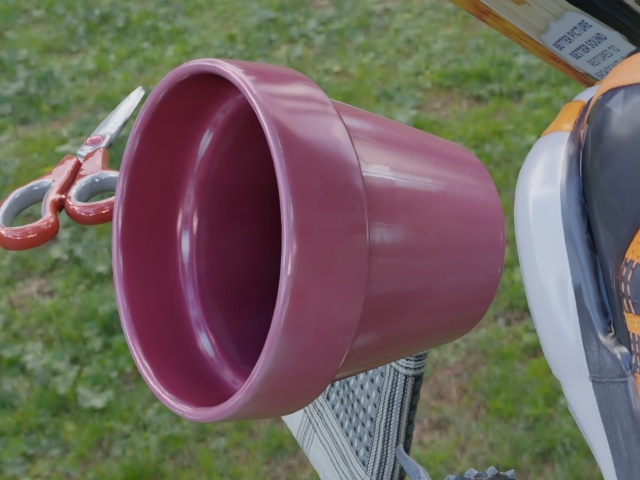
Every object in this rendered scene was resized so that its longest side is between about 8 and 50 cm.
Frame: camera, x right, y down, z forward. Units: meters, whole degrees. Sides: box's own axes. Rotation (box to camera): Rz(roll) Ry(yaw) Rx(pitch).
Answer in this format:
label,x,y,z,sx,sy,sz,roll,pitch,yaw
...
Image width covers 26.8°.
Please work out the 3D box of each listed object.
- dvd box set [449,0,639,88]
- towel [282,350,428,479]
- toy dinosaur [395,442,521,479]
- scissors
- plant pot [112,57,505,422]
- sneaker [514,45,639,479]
label,x,y,z,sx,sy,sz,roll,pitch,yaw
dvd box set,0.004,-0.196,0.534,0.420,0.062,0.307,32,-2,-2
towel,0.021,0.108,1.406,0.056,0.312,0.324,-3,29,-19
toy dinosaur,0.118,0.209,0.611,0.313,0.121,0.160,30,57,25
scissors,-0.186,-0.065,1.028,0.109,0.021,0.297,-16,25,1
plant pot,0.000,0.000,0.790,0.180,0.201,0.201,0,23,-36
sneaker,0.155,0.087,0.334,0.124,0.321,0.180,-21,-4,-20
